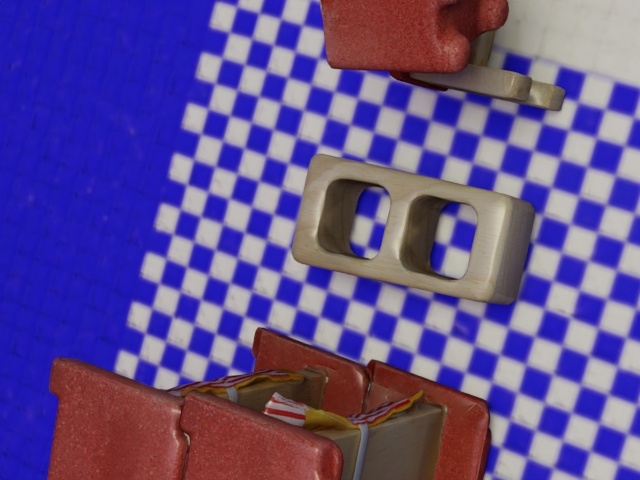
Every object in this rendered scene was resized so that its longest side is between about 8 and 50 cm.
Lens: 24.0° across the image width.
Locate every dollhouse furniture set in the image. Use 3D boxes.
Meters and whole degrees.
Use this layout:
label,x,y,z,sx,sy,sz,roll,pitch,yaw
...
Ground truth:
label,x,y,z,sx,sy,sz,roll,pitch,yaw
dollhouse furniture set,0.000,0.000,0.746,0.152,0.201,0.374,13,95,27
